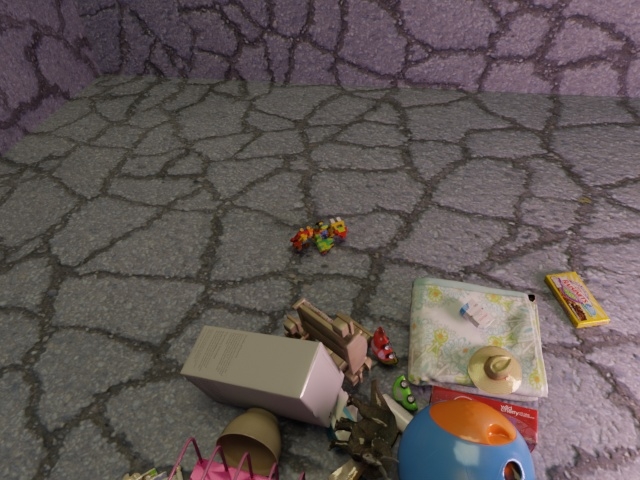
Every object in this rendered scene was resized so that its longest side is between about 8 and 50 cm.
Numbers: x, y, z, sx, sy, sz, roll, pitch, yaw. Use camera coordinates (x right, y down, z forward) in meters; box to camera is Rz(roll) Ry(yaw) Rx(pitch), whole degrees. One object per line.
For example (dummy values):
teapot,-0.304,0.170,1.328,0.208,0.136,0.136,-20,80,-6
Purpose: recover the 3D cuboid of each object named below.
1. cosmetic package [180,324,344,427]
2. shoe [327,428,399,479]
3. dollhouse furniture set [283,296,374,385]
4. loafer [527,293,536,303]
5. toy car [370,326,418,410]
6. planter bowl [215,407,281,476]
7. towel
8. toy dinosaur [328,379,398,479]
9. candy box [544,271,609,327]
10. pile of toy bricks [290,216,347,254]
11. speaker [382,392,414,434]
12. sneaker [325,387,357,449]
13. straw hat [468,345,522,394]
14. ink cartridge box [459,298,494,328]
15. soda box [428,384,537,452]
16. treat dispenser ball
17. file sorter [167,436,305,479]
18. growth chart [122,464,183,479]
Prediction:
cosmetic package,-0.148,0.350,1.250,0.366,0.197,0.155,2,52,26
shoe,0.110,0.534,1.187,0.219,0.076,0.058,-36,56,-26
dollhouse furniture set,0.030,0.206,1.326,0.303,0.355,0.174,32,60,33
loafer,0.619,0.206,1.513,0.148,0.050,0.056,-25,47,-21
toy car,0.199,0.360,1.314,0.053,0.239,0.225,-24,69,4
planter bowl,-0.166,0.492,1.203,0.162,0.162,0.109,7,33,12
towel,0.442,0.274,1.373,0.375,0.090,0.320,8,52,3
toy dinosaur,0.118,0.460,1.157,0.160,0.121,0.313,18,19,14
candy box,0.815,0.186,1.537,0.105,0.027,0.206,-6,43,-6
pile of toy bricks,0.000,0.000,1.762,0.212,0.118,0.105,-18,71,-37
speaker,0.208,0.467,1.266,0.055,0.055,0.136,-35,52,-29
sneaker,0.046,0.442,1.293,0.092,0.087,0.228,-7,47,-18
straw hat,0.463,0.328,1.250,0.145,0.061,0.144,1,55,-1
ink cartridge box,0.439,0.210,1.349,0.048,0.028,0.083,-33,62,-22
soda box,0.410,0.461,1.235,0.263,0.083,0.092,11,46,15
treat dispenser ball,0.314,0.498,1.056,0.288,0.288,0.288,-2,43,2
file sorter,-0.190,0.588,1.062,0.291,0.182,0.202,11,45,10
growth chart,-0.435,0.638,1.159,0.237,0.021,0.172,-16,44,-12
